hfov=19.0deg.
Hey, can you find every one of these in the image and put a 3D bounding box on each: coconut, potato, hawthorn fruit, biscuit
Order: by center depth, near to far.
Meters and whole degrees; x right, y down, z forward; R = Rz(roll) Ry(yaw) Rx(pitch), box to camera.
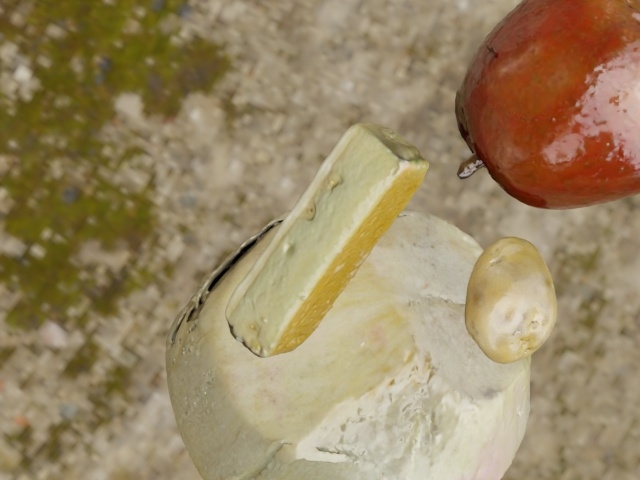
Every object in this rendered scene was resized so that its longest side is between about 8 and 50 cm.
[{"bbox_3d":[0.128,0.040,1.293,0.062,0.083,0.068,-17,149,18],"label":"potato"},{"bbox_3d":[0.000,0.000,1.309,0.052,0.056,0.188,-6,139,-54],"label":"biscuit"},{"bbox_3d":[0.192,-0.106,1.497,0.202,0.185,0.185,-29,138,12],"label":"hawthorn fruit"},{"bbox_3d":[0.023,0.139,1.863,0.352,0.352,0.353,-22,126,-34],"label":"coconut"}]
